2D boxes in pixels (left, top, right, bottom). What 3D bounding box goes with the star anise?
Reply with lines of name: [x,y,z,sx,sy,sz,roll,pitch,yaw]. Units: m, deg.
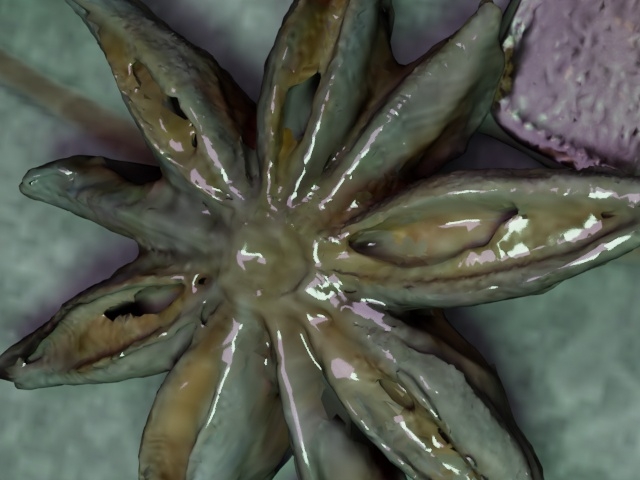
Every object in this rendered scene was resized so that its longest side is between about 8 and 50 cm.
star anise: [0.000,0.000,0.494,0.195,0.065,0.182,-4,93,27]

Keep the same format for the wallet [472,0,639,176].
wallet: [0.162,-0.032,0.482,0.232,0.031,0.122,29,100,13]
